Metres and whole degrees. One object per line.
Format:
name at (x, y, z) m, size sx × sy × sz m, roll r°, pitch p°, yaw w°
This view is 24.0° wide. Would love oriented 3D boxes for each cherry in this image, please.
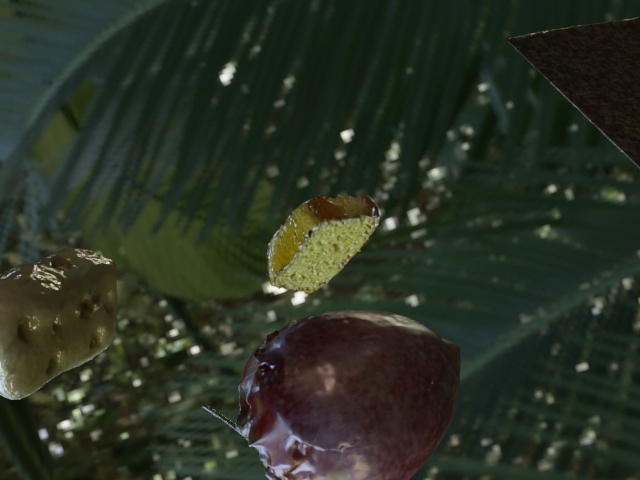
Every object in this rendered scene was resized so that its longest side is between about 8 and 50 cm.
cherry at (0.035, 0.152, 1.461) m, size 0.192 × 0.250 × 0.175 m, roll 47°, pitch 148°, yaw 41°

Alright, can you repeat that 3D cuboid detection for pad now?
pad at (0.272, -0.105, 1.196) m, size 0.158 × 0.003 × 0.235 m, roll -13°, pitch -133°, yaw -32°

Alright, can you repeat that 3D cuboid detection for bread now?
bread at (0.000, 0.000, 2.024) m, size 0.103 × 0.187 × 0.065 m, roll 6°, pitch -126°, yaw -29°

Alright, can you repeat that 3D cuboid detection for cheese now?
cheese at (-0.359, 0.107, 1.971) m, size 0.263 × 0.093 × 0.159 m, roll -27°, pitch -54°, yaw -59°
